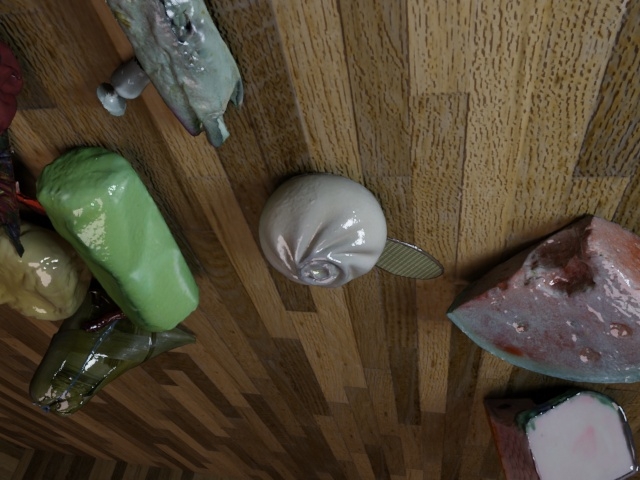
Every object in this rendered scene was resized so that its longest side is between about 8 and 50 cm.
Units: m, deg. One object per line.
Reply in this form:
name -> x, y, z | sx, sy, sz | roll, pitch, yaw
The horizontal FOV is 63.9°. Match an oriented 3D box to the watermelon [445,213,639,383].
watermelon -> 0.341, 0.066, 0.714 | 0.319, 0.148, 0.226 | 2, 128, 36

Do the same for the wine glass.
wine glass -> -0.212, -0.175, 0.573 | 0.083, 0.042, 0.039 | -21, 163, 34

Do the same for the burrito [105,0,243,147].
burrito -> -0.150, -0.212, 0.482 | 0.096, 0.066, 0.309 | 3, 144, 20

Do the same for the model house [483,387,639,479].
model house -> 0.481, 0.417, 1.099 | 0.237, 0.202, 0.237 | -19, 176, -17

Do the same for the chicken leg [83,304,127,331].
chicken leg -> -0.341, 0.128, 0.974 | 0.205, 0.093, 0.053 | -19, 111, 14

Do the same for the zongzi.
zongzi -> -0.416, 0.258, 1.053 | 0.274, 0.250, 0.125 | 35, 156, -32

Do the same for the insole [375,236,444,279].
insole -> 0.078, 0.009, 0.778 | 0.253, 0.005, 0.086 | 25, 142, -19

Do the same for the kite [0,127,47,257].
kite -> -0.464, -0.078, 0.749 | 0.189, 0.009, 0.232 | 24, 124, 19

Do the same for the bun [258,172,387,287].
bun -> 0.000, 0.000, 0.682 | 0.173, 0.119, 0.172 | 5, 138, 5

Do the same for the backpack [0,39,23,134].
backpack -> -0.434, -0.132, 0.541 | 0.230, 0.229, 0.138 | 3, 147, 11

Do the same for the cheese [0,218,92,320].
cheese -> -0.522, 0.045, 0.909 | 0.214, 0.117, 0.226 | 16, 139, 0

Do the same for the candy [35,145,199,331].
candy -> -0.298, 0.012, 0.794 | 0.142, 0.132, 0.343 | 43, 157, 33
